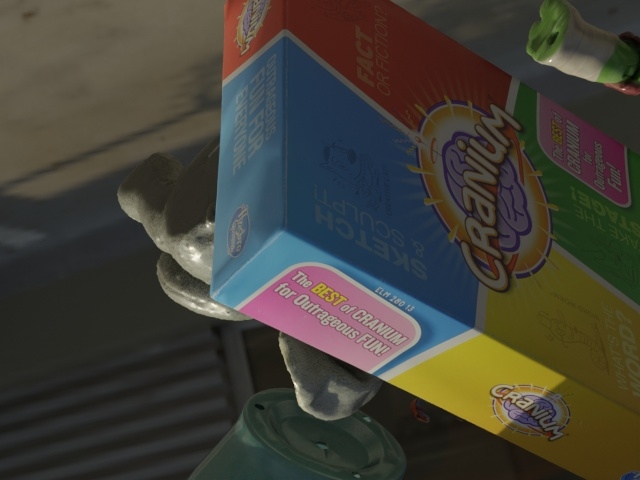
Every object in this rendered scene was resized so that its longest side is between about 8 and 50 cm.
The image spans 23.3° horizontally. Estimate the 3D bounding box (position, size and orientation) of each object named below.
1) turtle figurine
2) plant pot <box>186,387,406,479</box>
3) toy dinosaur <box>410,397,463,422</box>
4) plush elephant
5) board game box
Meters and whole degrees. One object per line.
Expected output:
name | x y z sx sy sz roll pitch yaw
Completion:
turtle figurine | 0.302 -0.157 1.188 0.266 0.274 0.198 25 153 -19
plant pot | -0.038 0.307 1.646 0.272 0.255 0.271 18 -160 -7
toy dinosaur | 0.132 0.161 1.562 0.082 0.047 0.090 -13 168 7
plush elephant | 0.000 0.000 1.400 0.255 0.330 0.272 36 107 -27
board game box | 0.087 -0.008 0.888 0.317 0.242 0.064 27 129 -26
